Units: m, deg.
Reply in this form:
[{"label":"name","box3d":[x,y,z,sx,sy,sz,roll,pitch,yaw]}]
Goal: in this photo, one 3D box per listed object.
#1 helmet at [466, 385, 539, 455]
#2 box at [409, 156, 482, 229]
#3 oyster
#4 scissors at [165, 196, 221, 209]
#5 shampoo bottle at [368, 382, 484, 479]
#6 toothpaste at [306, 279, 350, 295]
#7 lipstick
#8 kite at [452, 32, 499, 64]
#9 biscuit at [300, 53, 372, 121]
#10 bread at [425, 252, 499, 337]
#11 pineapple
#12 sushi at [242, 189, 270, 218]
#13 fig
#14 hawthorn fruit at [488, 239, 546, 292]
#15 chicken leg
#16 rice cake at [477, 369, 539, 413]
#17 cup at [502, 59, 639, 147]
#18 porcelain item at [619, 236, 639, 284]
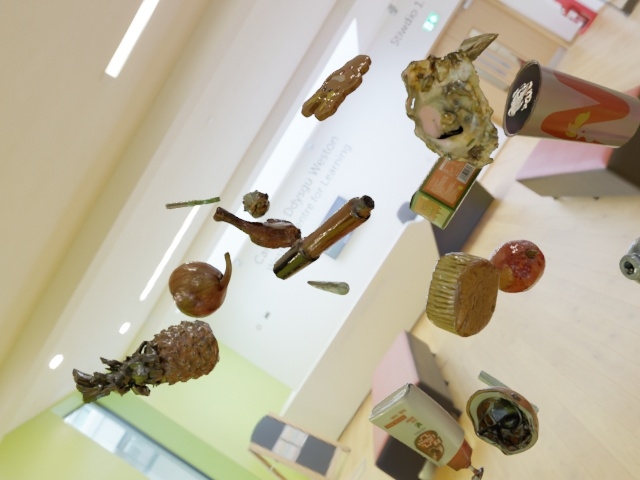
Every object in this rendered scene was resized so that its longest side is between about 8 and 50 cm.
[{"label":"helmet","box3d":[0.584,0.552,1.608,0.130,0.224,0.198,-12,-42,-55]},{"label":"box","box3d":[0.410,-0.173,1.681,0.195,0.148,0.177,-56,-10,-13]},{"label":"oyster","box3d":[0.329,-0.324,1.314,0.201,0.354,0.107,-33,22,2]},{"label":"scissors","box3d":[-0.472,-0.137,1.879,0.204,0.027,0.101,-13,3,-38]},{"label":"shampoo bottle","box3d":[0.263,0.457,1.161,0.153,0.284,0.071,-51,-4,36]},{"label":"toothpaste","box3d":[0.028,0.132,1.439,0.233,0.060,0.038,-5,63,67]},{"label":"lipstick","box3d":[0.000,0.000,1.354,0.418,0.077,0.077,-38,11,45]},{"label":"kite","box3d":[0.456,-0.573,1.616,0.141,0.015,0.245,-14,-17,-21]},{"label":"biscuit","box3d":[0.057,-0.530,1.744,0.295,0.186,0.044,-51,-49,-9]},{"label":"bread","box3d":[0.445,0.168,1.587,0.227,0.142,0.253,3,-85,-40]},{"label":"pineapple","box3d":[-0.382,0.273,1.134,0.310,0.141,0.170,-13,-8,-35]},{"label":"sushi","box3d":[-0.255,-0.135,1.983,0.097,0.103,0.226,-49,-7,-18]},{"label":"fig","box3d":[-0.335,0.138,1.512,0.207,0.175,0.175,-17,4,9]},{"label":"hawthorn fruit","box3d":[0.753,0.088,1.923,0.205,0.205,0.253,-55,-4,-35]},{"label":"chicken leg","box3d":[-0.226,-0.047,1.993,0.407,0.158,0.096,12,-52,-39]},{"label":"rice cake","box3d":[0.709,0.578,1.926,0.042,0.245,0.045,-45,-32,-18]},{"label":"cup","box3d":[0.646,-0.333,1.305,0.203,0.288,0.203,-169,90,-86]},{"label":"porcelain item","box3d":[0.879,0.040,1.271,0.259,0.141,0.141,-13,-13,-9]}]
